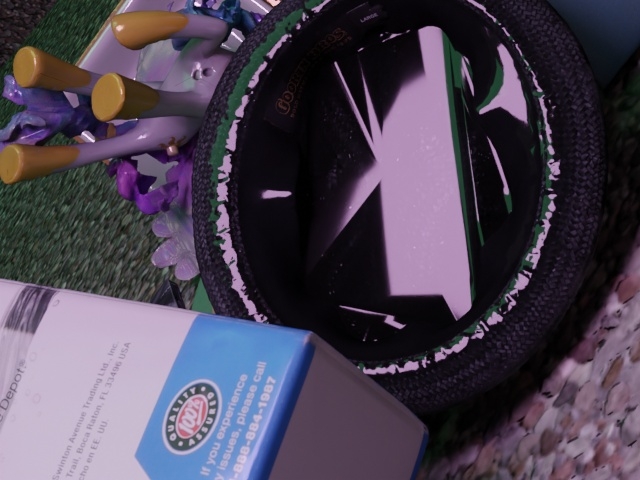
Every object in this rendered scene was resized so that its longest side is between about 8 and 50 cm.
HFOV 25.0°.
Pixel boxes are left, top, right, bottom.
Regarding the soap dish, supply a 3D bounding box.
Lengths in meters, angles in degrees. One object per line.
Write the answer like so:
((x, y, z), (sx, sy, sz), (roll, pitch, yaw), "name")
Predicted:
((-0.163, -0.202, 1.765), (0.291, 0.229, 0.118), (-52, -4, 9), "soap dish")

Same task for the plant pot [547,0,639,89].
((0.219, -0.273, 1.134), (0.234, 0.166, 0.165), (-47, 22, 3), "plant pot")

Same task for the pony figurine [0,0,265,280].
((-0.150, -0.130, 1.502), (0.351, 0.364, 0.302), (-25, 76, 45), "pony figurine")

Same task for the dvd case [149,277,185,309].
((-0.225, 0.161, 1.663), (0.221, 0.018, 0.164), (-54, 22, 9), "dvd case")

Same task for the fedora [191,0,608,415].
((0.068, -0.034, 1.056), (0.334, 0.334, 0.152), (-56, -22, 3), "fedora")

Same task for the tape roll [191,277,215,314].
((0.000, 0.000, 1.330), (0.321, 0.077, 0.321), (-45, 25, 28), "tape roll")

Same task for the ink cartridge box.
((-0.169, 0.189, 0.931), (0.395, 0.166, 0.285), (7, 68, 37), "ink cartridge box")
